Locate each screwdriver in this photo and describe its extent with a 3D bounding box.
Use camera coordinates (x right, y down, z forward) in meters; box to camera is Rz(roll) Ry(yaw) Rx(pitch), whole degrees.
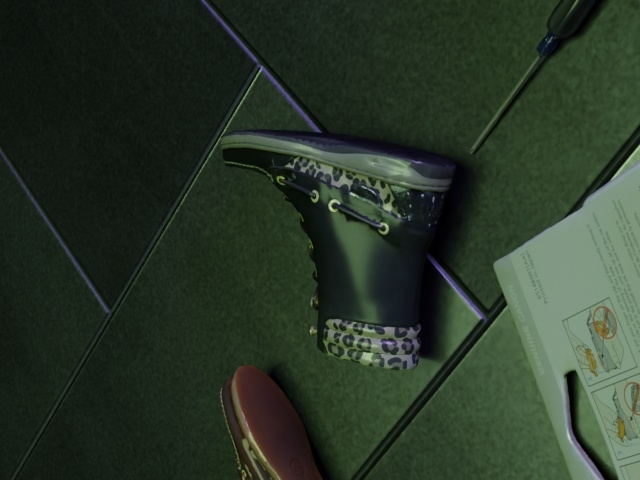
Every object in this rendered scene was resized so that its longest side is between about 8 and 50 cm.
[{"bbox_3d":[0.158,-0.132,0.846,0.170,0.024,0.025,-54,29,36],"label":"screwdriver"}]

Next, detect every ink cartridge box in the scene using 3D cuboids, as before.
[{"bbox_3d":[0.250,0.100,0.743,0.261,0.066,0.296,-45,61,61],"label":"ink cartridge box"}]

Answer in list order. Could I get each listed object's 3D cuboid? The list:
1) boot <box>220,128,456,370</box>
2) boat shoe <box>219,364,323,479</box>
[{"bbox_3d":[0.000,0.000,0.942,0.236,0.085,0.178,13,103,39],"label":"boot"},{"bbox_3d":[-0.040,0.213,0.991,0.073,0.073,0.207,-42,65,32],"label":"boat shoe"}]
